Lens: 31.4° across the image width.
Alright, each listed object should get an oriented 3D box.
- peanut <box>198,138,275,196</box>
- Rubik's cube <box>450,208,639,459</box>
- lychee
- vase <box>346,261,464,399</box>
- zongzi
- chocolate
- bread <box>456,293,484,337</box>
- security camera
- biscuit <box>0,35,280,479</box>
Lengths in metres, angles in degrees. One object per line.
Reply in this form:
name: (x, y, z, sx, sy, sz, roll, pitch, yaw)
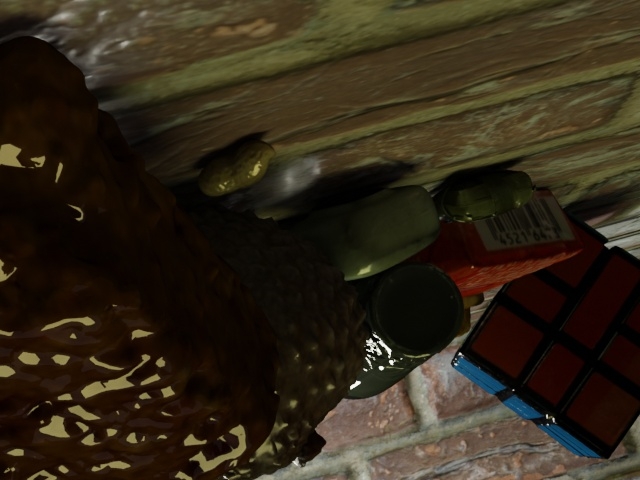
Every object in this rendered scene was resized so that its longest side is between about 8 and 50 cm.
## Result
peanut: (-0.071, -0.061, 0.963, 0.083, 0.037, 0.037, -28, 165, 30)
Rubik's cube: (0.400, 0.157, 1.817, 0.293, 0.283, 0.288, -52, 170, -4)
lychee: (-0.100, 0.105, 1.092, 0.300, 0.300, 0.300, -16, 169, -3)
vase: (0.057, 0.100, 1.306, 0.251, 0.156, 0.301, -8, 171, -14)
zongzi: (0.187, -0.051, 1.353, 0.109, 0.055, 0.119, -14, -179, -21)
chocolate: (0.191, 0.016, 1.543, 0.237, 0.108, 0.235, -9, 166, -40)
bread: (0.135, 0.096, 1.759, 0.236, 0.120, 0.198, -9, -175, -22)
security camera: (0.000, 0.000, 1.273, 0.157, 0.080, 0.301, -27, -172, -34)
biscuit: (-0.232, 0.078, 0.769, 0.342, 0.166, 0.395, -17, 146, 13)
